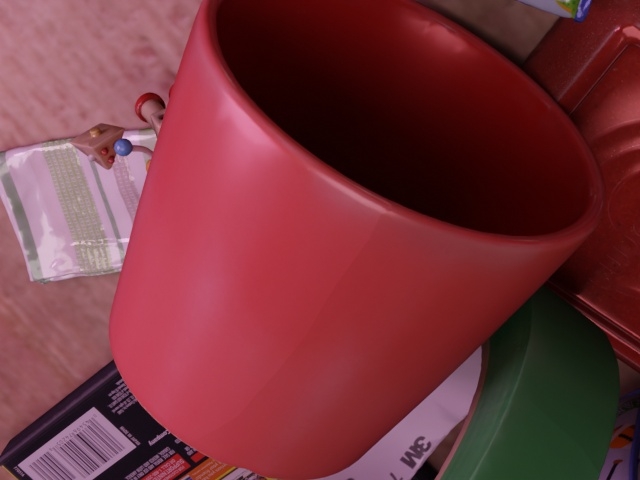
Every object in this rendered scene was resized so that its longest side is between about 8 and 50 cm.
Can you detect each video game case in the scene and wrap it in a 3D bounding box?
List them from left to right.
[{"bbox_3d":[-0.081,0.185,1.354,0.275,0.035,0.248,-38,104,28],"label":"video game case"}]

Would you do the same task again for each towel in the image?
[{"bbox_3d":[-0.161,-0.025,1.261,0.152,0.023,0.113,-8,118,18],"label":"towel"}]

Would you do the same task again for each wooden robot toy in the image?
[{"bbox_3d":[-0.081,-0.065,1.178,0.173,0.076,0.079,-20,117,-10],"label":"wooden robot toy"}]

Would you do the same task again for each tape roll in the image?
[{"bbox_3d":[0.062,0.165,1.127,0.077,0.321,0.321,37,121,-14],"label":"tape roll"}]

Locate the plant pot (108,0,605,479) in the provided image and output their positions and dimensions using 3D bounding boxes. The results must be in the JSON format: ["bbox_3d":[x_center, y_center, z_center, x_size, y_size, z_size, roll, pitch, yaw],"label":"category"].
[{"bbox_3d":[0.000,0.000,1.070,0.275,0.275,0.243,30,121,-4],"label":"plant pot"}]

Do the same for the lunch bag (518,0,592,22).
[{"bbox_3d":[0.129,-0.225,1.037,0.129,0.096,0.151,21,108,5],"label":"lunch bag"}]

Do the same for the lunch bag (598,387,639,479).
[{"bbox_3d":[0.153,0.255,1.211,0.115,0.243,0.303,41,120,-10],"label":"lunch bag"}]

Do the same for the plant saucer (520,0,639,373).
[{"bbox_3d":[0.229,-0.025,1.148,0.259,0.047,0.258,33,122,-7],"label":"plant saucer"}]
